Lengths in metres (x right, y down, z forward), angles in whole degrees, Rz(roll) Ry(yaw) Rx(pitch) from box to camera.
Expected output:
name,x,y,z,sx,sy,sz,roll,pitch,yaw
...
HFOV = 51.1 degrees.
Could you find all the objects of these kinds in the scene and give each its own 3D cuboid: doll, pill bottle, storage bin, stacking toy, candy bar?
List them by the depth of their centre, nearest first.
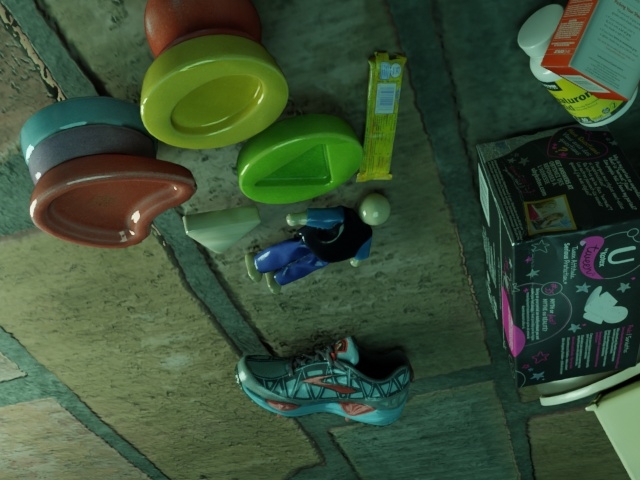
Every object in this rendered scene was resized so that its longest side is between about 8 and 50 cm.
name,x,y,z,sx,sy,sz,roll,pitch,yaw
pill bottle,0.235,-0.162,0.618,0.116,0.065,0.065,34,126,-29
stacking toy,-0.124,-0.111,0.672,0.309,0.130,0.279,-29,155,29
candy bar,0.062,-0.121,0.690,0.040,0.018,0.161,-2,135,-4
doll,0.000,0.000,0.790,0.189,0.046,0.129,-28,137,24
storage bin,0.514,0.198,0.867,0.262,0.123,0.260,-35,162,27

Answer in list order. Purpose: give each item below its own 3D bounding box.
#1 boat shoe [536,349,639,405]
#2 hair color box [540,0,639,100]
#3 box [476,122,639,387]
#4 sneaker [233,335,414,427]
name,x,y,z,sx,sy,sz,roll,pitch,yaw
boat shoe,0.417,0.124,0.892,0.324,0.097,0.116,-38,165,36
hair color box,0.248,-0.195,0.551,0.072,0.043,0.141,21,98,-21
box,0.262,0.019,0.734,0.142,0.163,0.247,-11,134,6
sneaker,0.009,0.181,0.961,0.261,0.104,0.125,10,117,-17
